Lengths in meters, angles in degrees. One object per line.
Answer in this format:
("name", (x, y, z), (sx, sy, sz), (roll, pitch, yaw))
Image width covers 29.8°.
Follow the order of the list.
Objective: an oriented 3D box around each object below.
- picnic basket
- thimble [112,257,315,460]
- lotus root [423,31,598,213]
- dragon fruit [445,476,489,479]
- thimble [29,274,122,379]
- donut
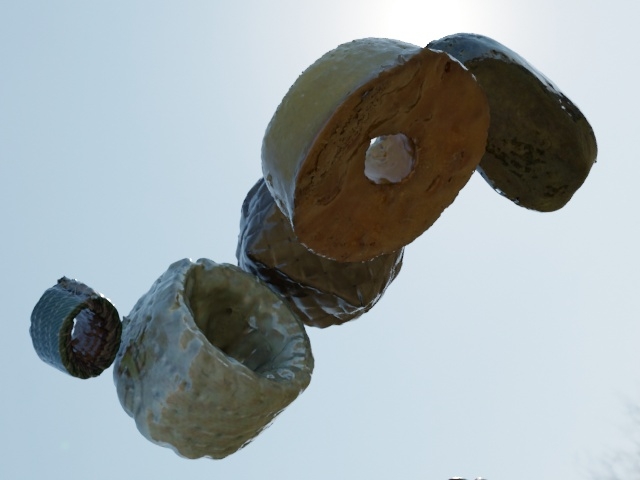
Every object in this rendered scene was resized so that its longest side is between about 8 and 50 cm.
("picnic basket", (0.000, 0.000, 2.074), (0.337, 0.293, 0.337), (25, -90, -89))
("thimble", (-0.169, 0.174, 1.831), (0.195, 0.291, 0.291), (-48, -23, 27))
("lotus root", (0.229, -0.157, 1.535), (0.152, 0.274, 0.160), (-54, 5, 31))
("dragon fruit", (0.096, 0.348, 1.098), (0.218, 0.198, 0.273), (33, -117, -32))
("thimble", (-0.357, 0.130, 1.745), (0.118, 0.090, 0.135), (-46, -41, -33))
("donut", (0.054, -0.108, 1.327), (0.277, 0.108, 0.278), (-27, -38, -24))
